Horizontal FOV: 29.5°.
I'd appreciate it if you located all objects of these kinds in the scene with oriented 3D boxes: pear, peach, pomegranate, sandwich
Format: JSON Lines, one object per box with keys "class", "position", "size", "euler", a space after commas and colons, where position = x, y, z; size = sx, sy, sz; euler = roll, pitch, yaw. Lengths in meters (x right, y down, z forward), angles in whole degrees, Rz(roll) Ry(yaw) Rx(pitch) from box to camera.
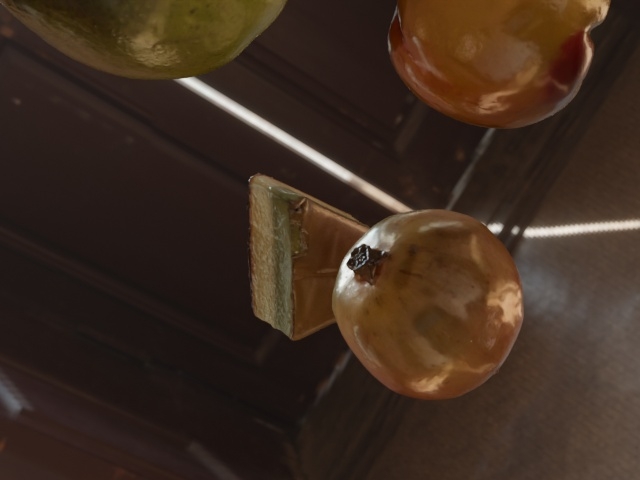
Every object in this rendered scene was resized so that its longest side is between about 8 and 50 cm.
{"class": "pear", "position": [-0.129, -0.223, 0.913], "size": [0.212, 0.269, 0.212], "euler": [5, 98, 39]}
{"class": "peach", "position": [0.108, -0.134, 0.748], "size": [0.138, 0.138, 0.138], "euler": [-41, 33, 34]}
{"class": "pomegranate", "position": [0.105, 0.059, 1.173], "size": [0.191, 0.191, 0.191], "euler": [-41, 33, 34]}
{"class": "sandwich", "position": [0.000, 0.000, 1.668], "size": [0.108, 0.186, 0.220], "euler": [27, 129, 43]}
